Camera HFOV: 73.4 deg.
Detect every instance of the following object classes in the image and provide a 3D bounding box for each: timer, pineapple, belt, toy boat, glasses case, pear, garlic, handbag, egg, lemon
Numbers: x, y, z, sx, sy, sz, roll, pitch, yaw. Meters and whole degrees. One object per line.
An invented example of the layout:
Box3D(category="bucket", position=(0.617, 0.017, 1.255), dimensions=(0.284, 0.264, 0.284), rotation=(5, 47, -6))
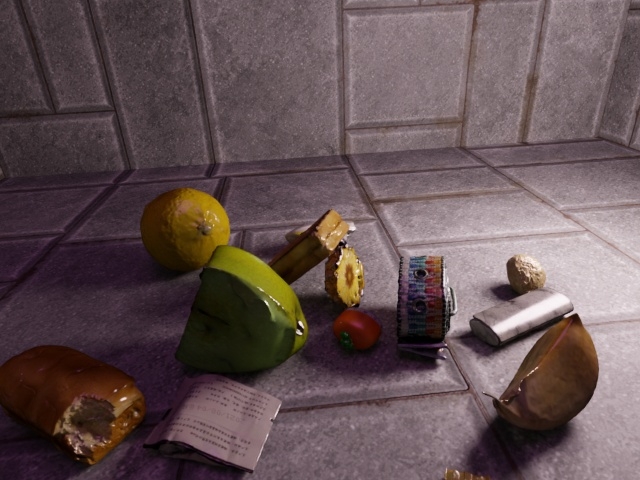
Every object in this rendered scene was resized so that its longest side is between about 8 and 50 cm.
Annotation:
Box3D(category="timer", position=(0.094, 0.250, 1.173), dimensions=(0.136, 0.099, 0.136), rotation=(-14, 29, 8))
Box3D(category="pineapple", position=(0.068, 0.115, 1.330), dimensions=(0.076, 0.224, 0.225), rotation=(-8, 21, 31))
Box3D(category="belt", position=(0.296, 0.165, 1.193), dimensions=(0.161, 0.206, 0.295), rotation=(1, 29, 12))
Box3D(category="toy boat", position=(0.003, -0.007, 1.660), dimensions=(0.270, 0.140, 0.141), rotation=(-16, 30, -26))
Box3D(category="glasses case", position=(0.576, 0.215, 1.226), dimensions=(0.299, 0.060, 0.114), rotation=(-16, 32, -23))
Box3D(category="pear", position=(-0.177, 0.188, 1.113), dimensions=(0.318, 0.342, 0.238), rotation=(24, 31, -6))
Box3D(category="garlic", position=(0.460, 0.304, 0.931), dimensions=(0.338, 0.196, 0.151), rotation=(-26, 21, -25))
Box3D(category="handbag", position=(0.274, 0.463, 0.803), dimensions=(0.083, 0.027, 0.061), rotation=(5, 29, 17))
Box3D(category="egg", position=(0.649, 0.110, 1.364), dimensions=(0.118, 0.116, 0.140), rotation=(-9, 67, -35))
Box3D(category="lemon", position=(-0.496, -0.040, 1.578), dimensions=(0.336, 0.336, 0.336), rotation=(-2, 27, 1))

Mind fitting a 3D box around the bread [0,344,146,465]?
Box3D(category="bread", position=(-0.571, 0.348, 0.977), dimensions=(0.344, 0.148, 0.195), rotation=(11, 31, 25))

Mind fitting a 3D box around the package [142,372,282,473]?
Box3D(category="package", position=(-0.234, 0.395, 0.955), dimensions=(0.251, 0.062, 0.204), rotation=(7, 30, 11))

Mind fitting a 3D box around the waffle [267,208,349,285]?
Box3D(category="waffle", position=(-0.067, 0.048, 1.403), dimensions=(0.328, 0.098, 0.224), rotation=(-40, 5, 30))
